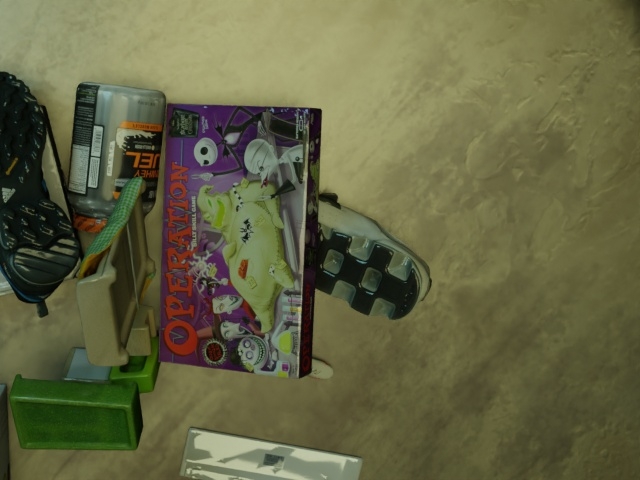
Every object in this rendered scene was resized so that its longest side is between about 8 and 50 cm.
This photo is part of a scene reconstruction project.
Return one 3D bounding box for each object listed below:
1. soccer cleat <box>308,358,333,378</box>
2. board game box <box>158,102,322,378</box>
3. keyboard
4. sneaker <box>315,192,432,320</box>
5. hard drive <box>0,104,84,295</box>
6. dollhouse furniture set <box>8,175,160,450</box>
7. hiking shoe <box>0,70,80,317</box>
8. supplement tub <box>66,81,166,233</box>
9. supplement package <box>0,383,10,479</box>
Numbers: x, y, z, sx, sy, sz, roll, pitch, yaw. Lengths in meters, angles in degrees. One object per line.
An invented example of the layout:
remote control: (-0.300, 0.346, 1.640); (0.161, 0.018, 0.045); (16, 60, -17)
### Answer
soccer cleat: (-0.020, 0.176, 1.559); (0.083, 0.035, 0.029); (25, 93, -11)
board game box: (-0.107, -0.003, 1.446); (0.208, 0.056, 0.346); (4, 95, 25)
keyboard: (-0.069, 0.324, 1.586); (0.256, 0.014, 0.072); (12, 91, -10)
sneaker: (0.000, 0.000, 1.506); (0.331, 0.146, 0.122); (31, 107, 13)
hard drive: (-0.499, -0.028, 1.447); (0.339, 0.064, 0.236); (-13, 100, -7)
dollhouse furniture set: (-0.296, 0.089, 1.373); (0.151, 0.197, 0.301); (3, 128, 3)
hiking shoe: (-0.386, -0.063, 1.355); (0.113, 0.132, 0.304); (-7, 66, -29)
supplement tub: (-0.267, -0.106, 1.443); (0.117, 0.117, 0.190); (6, 98, -9)
supplement package: (-0.484, 0.326, 1.459); (0.134, 0.139, 0.244); (-1, 99, -7)
